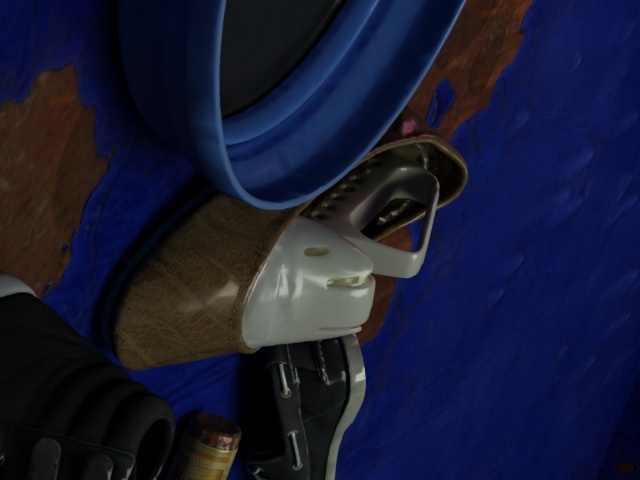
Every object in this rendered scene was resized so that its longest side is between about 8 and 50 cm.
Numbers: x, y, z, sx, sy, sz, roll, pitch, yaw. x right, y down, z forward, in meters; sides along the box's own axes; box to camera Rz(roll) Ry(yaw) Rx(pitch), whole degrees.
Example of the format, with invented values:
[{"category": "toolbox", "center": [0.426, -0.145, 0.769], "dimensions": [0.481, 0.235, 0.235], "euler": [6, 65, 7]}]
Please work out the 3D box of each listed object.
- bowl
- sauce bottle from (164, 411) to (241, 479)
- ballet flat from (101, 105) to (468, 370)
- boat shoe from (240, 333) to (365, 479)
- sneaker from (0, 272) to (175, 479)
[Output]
[{"category": "bowl", "center": [0.014, -0.209, 1.101], "dimensions": [0.391, 0.077, 0.391], "euler": [-53, 158, -33]}, {"category": "sauce bottle", "center": [-0.093, 0.185, 1.360], "dimensions": [0.042, 0.042, 0.128], "euler": [-13, 124, -67]}, {"category": "ballet flat", "center": [0.000, 0.000, 1.251], "dimensions": [0.342, 0.124, 0.116], "euler": [-38, 147, -53]}, {"category": "boat shoe", "center": [-0.028, 0.149, 1.474], "dimensions": [0.079, 0.084, 0.233], "euler": [-10, 141, -21]}, {"category": "sneaker", "center": [-0.176, 0.120, 0.894], "dimensions": [0.296, 0.147, 0.104], "euler": [-38, 150, -51]}]
